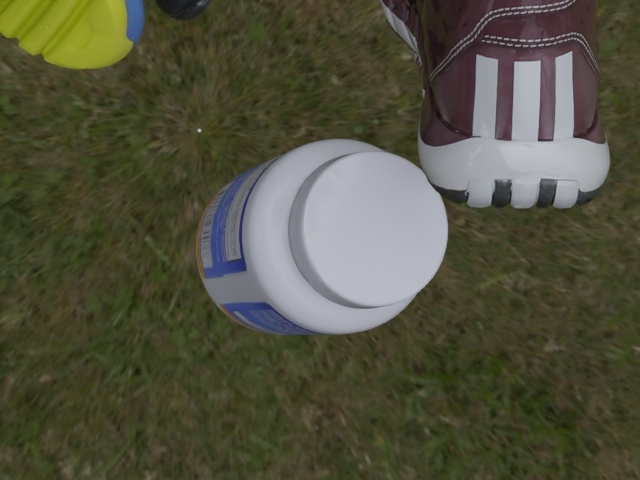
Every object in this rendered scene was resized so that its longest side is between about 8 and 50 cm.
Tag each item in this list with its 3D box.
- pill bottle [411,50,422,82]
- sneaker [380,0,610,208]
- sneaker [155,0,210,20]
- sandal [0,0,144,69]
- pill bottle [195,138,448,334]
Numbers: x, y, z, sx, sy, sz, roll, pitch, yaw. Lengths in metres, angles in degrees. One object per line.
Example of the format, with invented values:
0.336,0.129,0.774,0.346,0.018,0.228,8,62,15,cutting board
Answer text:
0.104,-0.133,0.885,0.086,0.086,0.152,-15,76,-4,pill bottle
0.086,-0.148,0.603,0.106,0.281,0.162,-3,124,-2,sneaker
-0.138,-0.347,1.065,0.146,0.122,0.330,1,95,-31,sneaker
-0.220,-0.273,0.967,0.126,0.138,0.317,-28,94,28,sandal
0.000,0.000,1.056,0.152,0.272,0.152,1,86,-18,pill bottle
